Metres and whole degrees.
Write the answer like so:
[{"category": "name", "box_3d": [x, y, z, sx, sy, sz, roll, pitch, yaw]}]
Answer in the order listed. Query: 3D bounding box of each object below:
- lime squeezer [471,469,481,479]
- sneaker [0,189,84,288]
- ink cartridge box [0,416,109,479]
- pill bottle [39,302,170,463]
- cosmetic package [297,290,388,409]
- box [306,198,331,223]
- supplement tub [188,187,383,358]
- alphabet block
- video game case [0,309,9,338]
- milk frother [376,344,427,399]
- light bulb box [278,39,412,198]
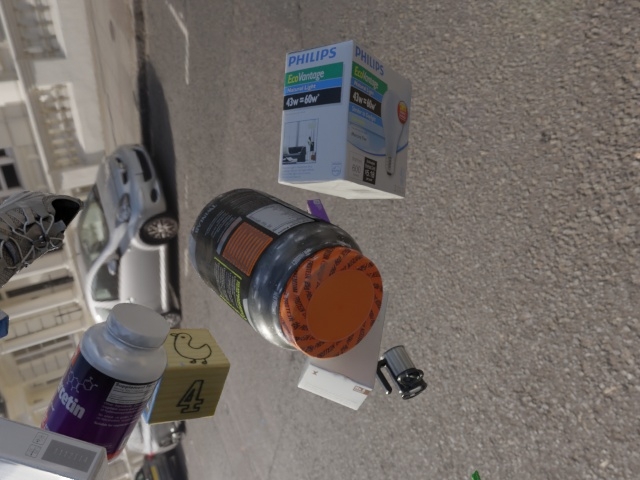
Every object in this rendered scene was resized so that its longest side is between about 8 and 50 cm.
[{"category": "lime squeezer", "box_3d": [0.366, 0.578, 0.940, 0.310, 0.110, 0.059, 36, 149, 49]}, {"category": "sneaker", "box_3d": [-0.477, -0.016, 0.830, 0.281, 0.115, 0.105, -96, -1, -58]}, {"category": "ink cartridge box", "box_3d": [-0.528, 0.396, 0.906, 0.261, 0.296, 0.066, 114, 174, -46]}, {"category": "pill bottle", "box_3d": [-0.443, 0.298, 1.080, 0.181, 0.181, 0.323, 41, 106, 49]}, {"category": "cosmetic package", "box_3d": [0.046, 0.175, 0.936, 0.231, 0.117, 0.085, -69, 2, -49]}, {"category": "box", "box_3d": [0.000, 0.000, 1.883, 0.293, 0.057, 0.201, -111, 17, -59]}, {"category": "supplement tub", "box_3d": [-0.066, 0.045, 0.853, 0.338, 0.207, 0.207, 29, 130, 50]}, {"category": "alphabet block", "box_3d": [-0.399, 0.376, 1.450, 0.192, 0.197, 0.193, 41, 116, 46]}, {"category": "video game case", "box_3d": [-0.783, 0.153, 0.950, 0.244, 0.269, 0.061, 28, 116, 14]}, {"category": "milk frother", "box_3d": [0.236, 0.362, 1.470, 0.135, 0.129, 0.143, 59, 134, 36]}, {"category": "light bulb box", "box_3d": [0.080, -0.317, 1.466, 0.225, 0.358, 0.361, 3, 89, 35]}]
